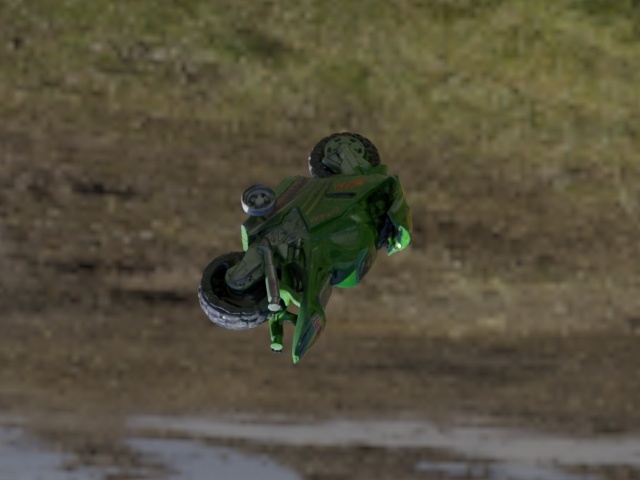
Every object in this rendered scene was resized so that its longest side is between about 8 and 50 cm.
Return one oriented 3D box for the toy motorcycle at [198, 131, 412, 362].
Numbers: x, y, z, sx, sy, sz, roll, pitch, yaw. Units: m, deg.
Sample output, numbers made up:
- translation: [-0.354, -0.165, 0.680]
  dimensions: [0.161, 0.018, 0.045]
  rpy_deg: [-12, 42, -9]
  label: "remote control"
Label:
- translation: [0.000, 0.000, 1.300]
  dimensions: [0.106, 0.190, 0.074]
  rpy_deg: [27, 148, 21]
  label: "toy motorcycle"
